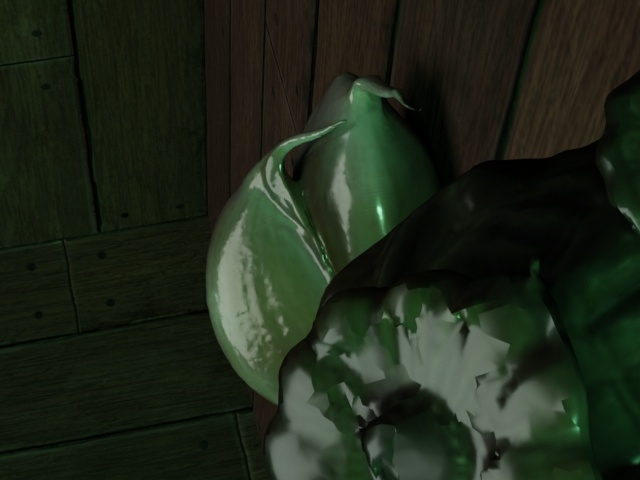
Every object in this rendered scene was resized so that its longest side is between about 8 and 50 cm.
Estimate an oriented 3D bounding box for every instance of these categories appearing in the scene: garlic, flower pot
[{"bbox_3d":[0.000,0.000,1.339,0.246,0.231,0.340,-111,9,-59],"label":"garlic"},{"bbox_3d":[0.131,0.095,0.501,0.301,0.302,0.213,91,162,-46],"label":"flower pot"}]
